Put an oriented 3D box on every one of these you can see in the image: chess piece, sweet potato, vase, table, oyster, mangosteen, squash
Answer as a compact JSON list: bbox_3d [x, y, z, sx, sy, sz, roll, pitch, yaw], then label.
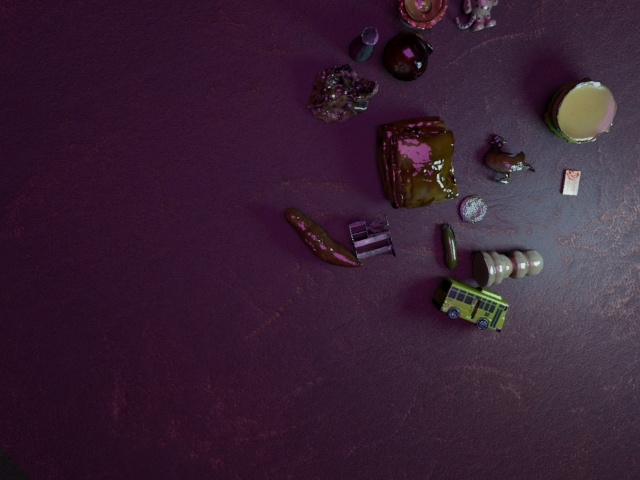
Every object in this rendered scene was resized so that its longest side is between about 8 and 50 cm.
[{"bbox_3d":[0.730,0.093,1.879,0.261,0.143,0.142,-8,100,-7],"label":"chess piece"},{"bbox_3d":[-0.004,0.009,1.833,0.355,0.095,0.106,38,140,-7],"label":"sweet potato"},{"bbox_3d":[0.152,-0.673,1.668,0.086,0.214,0.086,-1,100,-4],"label":"vase"},{"bbox_3d":[0.193,-0.003,1.857,0.146,0.062,0.175,-16,101,-1],"label":"table"},{"bbox_3d":[0.071,-0.521,1.760,0.214,0.083,0.222,29,103,-5],"label":"oyster"},{"bbox_3d":[0.310,-0.658,1.719,0.166,0.166,0.180,32,71,-8],"label":"mangosteen"},{"bbox_3d":[0.502,0.025,1.890,0.052,0.052,0.183,-9,96,-2],"label":"squash"}]

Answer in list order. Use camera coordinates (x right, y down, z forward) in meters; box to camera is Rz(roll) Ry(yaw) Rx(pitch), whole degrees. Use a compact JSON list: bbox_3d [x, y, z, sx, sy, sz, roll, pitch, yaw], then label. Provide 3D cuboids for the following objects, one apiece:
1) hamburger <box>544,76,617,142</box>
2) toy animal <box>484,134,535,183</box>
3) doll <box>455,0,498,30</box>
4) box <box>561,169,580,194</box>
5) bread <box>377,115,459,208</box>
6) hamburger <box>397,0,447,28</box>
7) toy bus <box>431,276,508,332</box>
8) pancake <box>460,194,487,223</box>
[{"bbox_3d":[0.943,-0.475,1.787,0.237,0.149,0.237,0,107,1],"label":"hamburger"},{"bbox_3d":[0.714,-0.305,1.837,0.188,0.089,0.179,4,84,1],"label":"toy animal"},{"bbox_3d":[0.550,-0.888,1.719,0.154,0.119,0.278,-8,109,-2],"label":"doll"},{"bbox_3d":[0.973,-0.224,1.895,0.058,0.015,0.093,3,99,-6],"label":"box"},{"bbox_3d":[0.356,-0.282,1.769,0.278,0.167,0.324,-10,99,-2],"label":"bread"},{"bbox_3d":[0.342,-0.816,1.696,0.175,0.137,0.175,-2,101,-8],"label":"hamburger"},{"bbox_3d":[0.584,0.247,1.890,0.262,0.128,0.150,20,97,-6],"label":"toy bus"},{"bbox_3d":[0.593,-0.120,1.889,0.115,0.011,0.114,-1,99,-4],"label":"pancake"}]
